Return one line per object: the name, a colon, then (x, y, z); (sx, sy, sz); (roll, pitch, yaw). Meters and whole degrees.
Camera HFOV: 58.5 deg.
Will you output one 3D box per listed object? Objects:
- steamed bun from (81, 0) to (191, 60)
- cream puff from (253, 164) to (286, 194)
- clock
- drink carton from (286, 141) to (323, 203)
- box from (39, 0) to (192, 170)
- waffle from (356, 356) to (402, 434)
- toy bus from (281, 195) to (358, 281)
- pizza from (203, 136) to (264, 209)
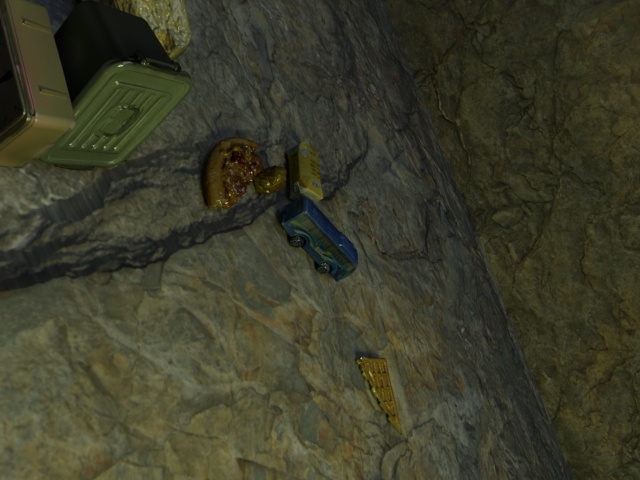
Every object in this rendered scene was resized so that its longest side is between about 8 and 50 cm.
steamed bun: (-0.332, -0.417, 1.027); (0.170, 0.200, 0.225); (-20, 89, -21)
cream puff: (-0.114, -0.140, 1.296); (0.083, 0.083, 0.058); (-37, 76, -20)
clock: (-0.420, -0.213, 0.771); (0.071, 0.147, 0.192); (-3, 73, -59)
drink carton: (-0.039, -0.142, 1.411); (0.084, 0.074, 0.200); (29, 46, -47)
box: (-0.330, -0.228, 0.855); (0.163, 0.243, 0.135); (-8, 65, -59)
waffle: (0.145, 0.381, 1.393); (0.125, 0.032, 0.191); (20, 52, -54)
toy bus: (0.001, 0.001, 1.357); (0.236, 0.094, 0.079); (45, 36, -33)
pizza: (-0.181, -0.151, 1.204); (0.127, 0.058, 0.246); (59, 33, -15)
